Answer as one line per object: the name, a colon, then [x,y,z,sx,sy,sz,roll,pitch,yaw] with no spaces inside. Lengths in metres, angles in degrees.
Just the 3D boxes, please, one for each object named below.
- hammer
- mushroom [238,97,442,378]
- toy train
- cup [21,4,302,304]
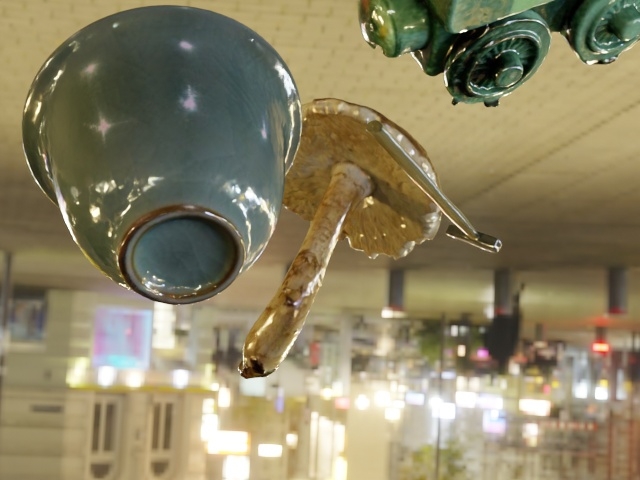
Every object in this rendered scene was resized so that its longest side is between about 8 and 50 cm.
hammer: [0.094,-0.048,1.108,0.062,0.013,0.199,20,164,44]
mushroom: [0.031,-0.003,1.431,0.208,0.302,0.233,7,157,-23]
toy train: [0.169,-0.243,0.982,0.299,0.167,0.238,-22,149,-21]
cup: [-0.099,-0.035,0.835,0.199,0.199,0.150,5,-143,-16]
